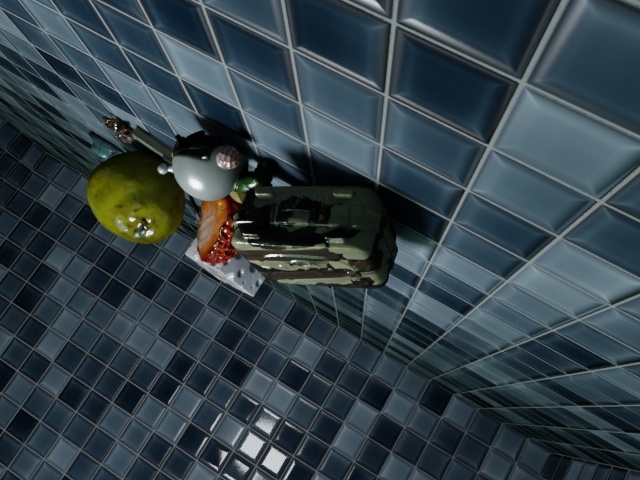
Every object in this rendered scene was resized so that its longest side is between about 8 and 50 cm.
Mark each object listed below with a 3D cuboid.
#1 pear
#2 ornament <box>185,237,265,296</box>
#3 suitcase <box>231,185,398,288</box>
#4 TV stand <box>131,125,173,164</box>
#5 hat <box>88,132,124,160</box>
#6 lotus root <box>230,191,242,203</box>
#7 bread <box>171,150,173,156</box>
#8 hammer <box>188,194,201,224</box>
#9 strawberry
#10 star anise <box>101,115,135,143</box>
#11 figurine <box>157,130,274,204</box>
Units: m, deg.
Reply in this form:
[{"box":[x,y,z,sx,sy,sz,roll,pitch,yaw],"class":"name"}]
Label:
[{"box":[-0.668,-0.165,2.119,0.352,0.352,0.413,43,-178,-41],"class":"pear"},{"box":[-0.351,0.046,2.363,0.240,0.239,0.240,20,163,39],"class":"ornament"},{"box":[0.000,0.000,1.345,0.352,0.194,0.339,3,156,20],"class":"suitcase"},{"box":[-0.508,-0.287,1.916,0.256,0.040,0.049,34,168,-11],"class":"TV stand"},{"box":[-0.929,-0.384,2.463,0.191,0.078,0.138,30,166,9],"class":"hat"},{"box":[-0.240,-0.145,1.774,0.072,0.063,0.152,50,164,-28],"class":"lotus root"},{"box":[-0.381,-0.246,1.717,0.122,0.073,0.149,45,161,-28],"class":"bread"},{"box":[-0.498,-0.121,2.302,0.103,0.029,0.246,74,170,-60],"class":"hammer"},{"box":[-0.341,-0.050,2.089,0.149,0.265,0.336,6,161,-27],"class":"strawberry"},{"box":[-0.673,-0.368,1.962,0.124,0.056,0.129,27,167,16],"class":"star anise"},{"box":[-0.219,-0.156,1.464,0.370,0.167,0.281,24,173,-5],"class":"figurine"}]
